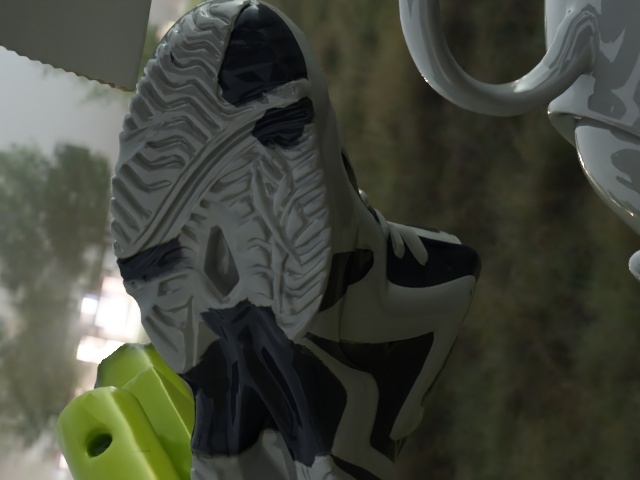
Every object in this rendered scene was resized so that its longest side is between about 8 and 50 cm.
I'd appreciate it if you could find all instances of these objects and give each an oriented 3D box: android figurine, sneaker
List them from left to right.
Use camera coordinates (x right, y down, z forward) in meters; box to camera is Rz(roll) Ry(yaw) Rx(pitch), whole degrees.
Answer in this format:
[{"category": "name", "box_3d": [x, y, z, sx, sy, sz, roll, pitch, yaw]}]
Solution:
[{"category": "android figurine", "box_3d": [-0.026, 0.165, 0.777, 0.056, 0.248, 0.273, -38, 43, 2]}, {"category": "sneaker", "box_3d": [0.000, 0.000, 0.662, 0.153, 0.094, 0.235, -51, -48, -55]}]

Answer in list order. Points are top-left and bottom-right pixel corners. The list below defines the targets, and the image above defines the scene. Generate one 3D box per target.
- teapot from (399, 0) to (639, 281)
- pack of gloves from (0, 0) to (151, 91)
[{"category": "teapot", "box_3d": [0.185, -0.061, 0.702, 0.187, 0.256, 0.252, -57, -21, -2]}, {"category": "pack of gloves", "box_3d": [-0.120, -0.199, 0.661, 0.046, 0.195, 0.232, 1, 75, 55]}]
